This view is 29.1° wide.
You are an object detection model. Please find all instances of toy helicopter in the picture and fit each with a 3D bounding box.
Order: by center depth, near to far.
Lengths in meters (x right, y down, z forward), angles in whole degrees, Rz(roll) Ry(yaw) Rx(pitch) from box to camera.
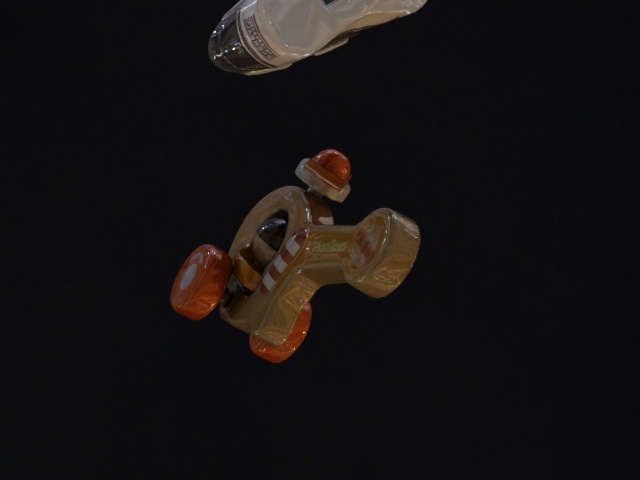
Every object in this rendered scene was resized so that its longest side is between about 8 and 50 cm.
[{"bbox_3d":[0.000,0.000,1.267,0.140,0.355,0.235,31,-105,-24],"label":"toy helicopter"}]

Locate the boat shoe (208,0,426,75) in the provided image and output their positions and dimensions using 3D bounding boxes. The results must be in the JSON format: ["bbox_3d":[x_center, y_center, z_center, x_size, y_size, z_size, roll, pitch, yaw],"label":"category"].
[{"bbox_3d":[0.003,-0.240,1.244,0.301,0.102,0.108,-40,-74,-43],"label":"boat shoe"}]
